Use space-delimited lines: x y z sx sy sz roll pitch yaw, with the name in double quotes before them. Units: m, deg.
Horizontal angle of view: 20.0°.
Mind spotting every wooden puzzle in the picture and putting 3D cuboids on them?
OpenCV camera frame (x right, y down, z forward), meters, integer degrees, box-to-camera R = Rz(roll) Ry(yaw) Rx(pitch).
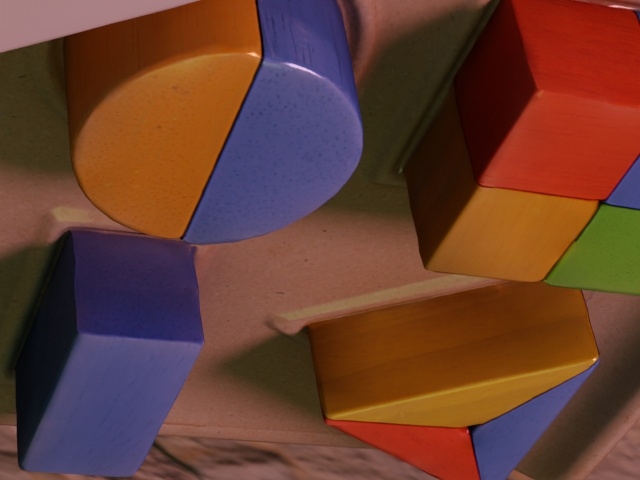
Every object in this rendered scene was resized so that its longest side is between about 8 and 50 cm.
"wooden puzzle" 0.000 0.000 0.648 0.348 0.080 0.322 10 140 -17

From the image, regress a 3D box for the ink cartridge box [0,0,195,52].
"ink cartridge box" -0.120 -0.171 0.418 0.171 0.233 0.168 -14 140 15
